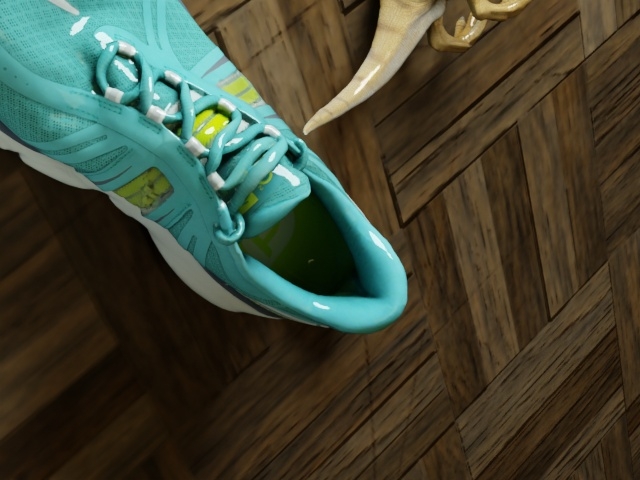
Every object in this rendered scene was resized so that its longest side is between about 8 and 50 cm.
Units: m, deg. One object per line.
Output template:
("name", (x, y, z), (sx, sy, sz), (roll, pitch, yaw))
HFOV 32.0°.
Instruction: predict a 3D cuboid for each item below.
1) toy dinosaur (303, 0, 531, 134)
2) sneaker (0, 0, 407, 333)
("toy dinosaur", (0.055, -0.137, 0.619), (0.112, 0.064, 0.212), (22, 84, -32))
("sneaker", (-0.054, -0.046, 0.490), (0.275, 0.110, 0.107), (41, 79, -38))
